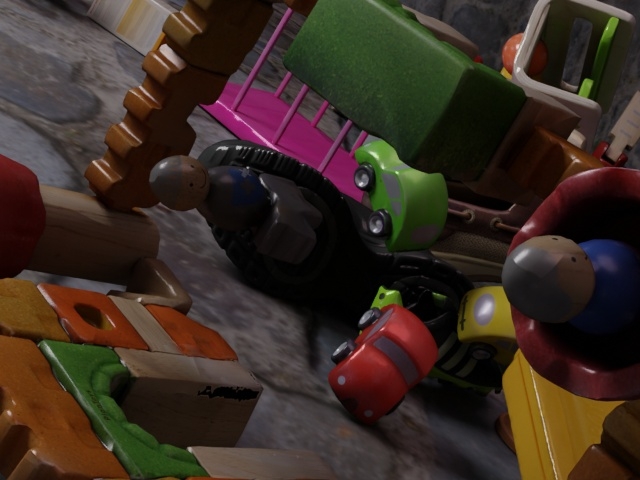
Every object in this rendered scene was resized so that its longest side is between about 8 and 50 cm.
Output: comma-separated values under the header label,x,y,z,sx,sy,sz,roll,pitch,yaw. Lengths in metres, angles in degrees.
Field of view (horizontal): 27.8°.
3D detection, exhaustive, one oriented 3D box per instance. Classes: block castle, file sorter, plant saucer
label,x,y,z,sx,sy,sz,roll,pitch,yaw
block castle,-0.033,0.008,0.635,0.212,0.303,0.453,12,25,-50
file sorter,0.030,-0.160,1.468,0.290,0.182,0.202,40,18,24
plant saucer,0.186,0.173,1.092,0.083,0.013,0.083,30,16,-10

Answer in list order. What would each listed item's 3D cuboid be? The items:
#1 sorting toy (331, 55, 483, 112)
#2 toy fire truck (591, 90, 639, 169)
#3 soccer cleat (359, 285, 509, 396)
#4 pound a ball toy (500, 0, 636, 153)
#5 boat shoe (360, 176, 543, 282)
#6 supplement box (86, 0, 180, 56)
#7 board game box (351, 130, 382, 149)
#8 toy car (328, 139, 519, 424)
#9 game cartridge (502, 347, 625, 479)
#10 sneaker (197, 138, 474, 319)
label,x,y,z,sx,sy,sz,roll,pitch,yaw
sorting toy,0.192,-0.196,1.808,0.257,0.089,0.255,17,-7,-29
toy fire truck,0.475,-0.082,1.974,0.217,0.246,0.158,29,17,-13
soccer cleat,0.105,0.084,1.074,0.179,0.072,0.060,19,-1,-42
pound a ball toy,0.259,-0.147,1.509,0.135,0.208,0.319,21,-13,12
boat shoe,0.201,-0.028,1.312,0.341,0.123,0.123,3,24,-13
supplement box,-0.216,-0.264,1.518,0.098,0.062,0.036,36,17,7
board game box,0.220,-0.061,1.701,0.303,0.097,0.224,19,21,-40
toy car,0.086,0.016,1.012,0.239,0.053,0.225,-5,70,-40
game cartridge,0.290,0.207,0.908,0.323,0.053,0.285,19,37,-20
sneaker,0.000,0.000,1.119,0.286,0.109,0.130,35,7,-29
